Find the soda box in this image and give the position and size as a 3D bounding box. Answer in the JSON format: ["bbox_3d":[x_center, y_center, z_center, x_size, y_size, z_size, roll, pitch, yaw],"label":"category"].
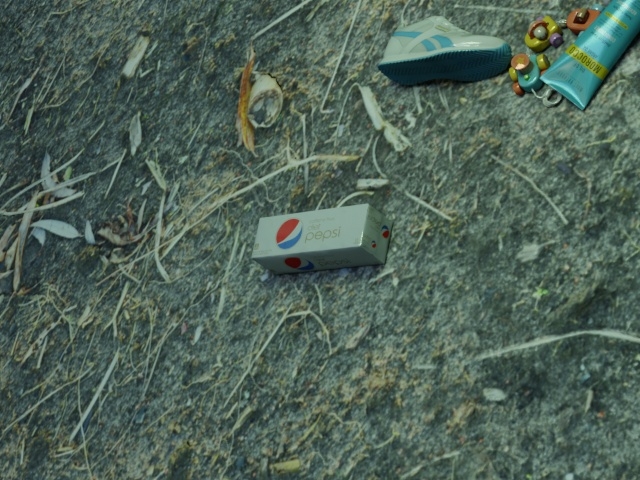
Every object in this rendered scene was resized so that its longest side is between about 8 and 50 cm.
[{"bbox_3d":[0.000,0.000,2.056,0.216,0.069,0.074,-7,61,38],"label":"soda box"}]

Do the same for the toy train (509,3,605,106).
[{"bbox_3d":[0.338,-0.281,1.955,0.125,0.046,0.166,24,81,46],"label":"toy train"}]

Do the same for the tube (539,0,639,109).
[{"bbox_3d":[0.406,-0.287,1.900,0.080,0.052,0.207,42,98,28],"label":"tube"}]

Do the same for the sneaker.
[{"bbox_3d":[0.192,-0.298,2.061,0.228,0.087,0.092,4,66,39],"label":"sneaker"}]
